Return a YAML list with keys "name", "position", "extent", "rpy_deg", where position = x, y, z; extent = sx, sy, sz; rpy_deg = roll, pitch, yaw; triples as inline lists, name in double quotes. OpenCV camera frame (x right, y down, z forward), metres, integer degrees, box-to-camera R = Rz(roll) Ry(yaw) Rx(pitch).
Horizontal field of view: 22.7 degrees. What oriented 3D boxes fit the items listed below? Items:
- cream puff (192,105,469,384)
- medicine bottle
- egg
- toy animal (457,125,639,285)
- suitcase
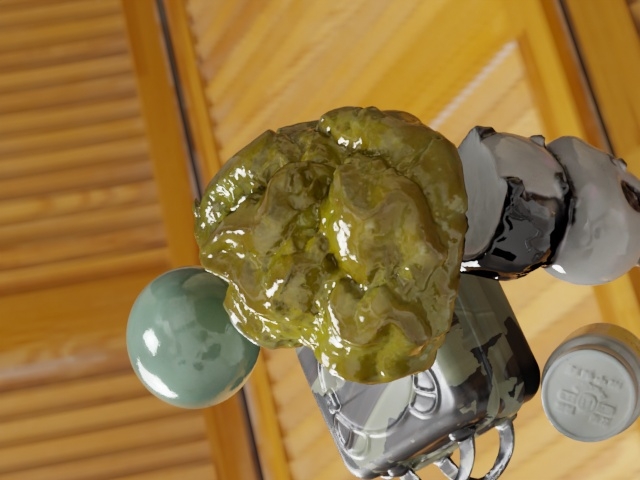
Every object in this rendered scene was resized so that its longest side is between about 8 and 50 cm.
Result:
- name: "cream puff"
  position: [0.000, 0.001, 1.719]
  extent: [0.257, 0.324, 0.291]
  rpy_deg: [4, 137, -14]
- name: "medicine bottle"
  position: [0.369, 0.191, 2.137]
  extent: [0.143, 0.143, 0.258]
  rpy_deg: [-21, 177, 16]
- name: "egg"
  position: [-0.157, 0.122, 1.977]
  extent: [0.168, 0.168, 0.231]
  rpy_deg: [-10, 156, -8]
- name: "toy animal"
  position: [0.269, -0.035, 1.832]
  extent: [0.235, 0.187, 0.165]
  rpy_deg: [3, 126, -18]
- name: "suitcase"
  position: [0.146, 0.194, 2.222]
  extent: [0.194, 0.339, 0.351]
  rpy_deg: [-14, 163, -36]
